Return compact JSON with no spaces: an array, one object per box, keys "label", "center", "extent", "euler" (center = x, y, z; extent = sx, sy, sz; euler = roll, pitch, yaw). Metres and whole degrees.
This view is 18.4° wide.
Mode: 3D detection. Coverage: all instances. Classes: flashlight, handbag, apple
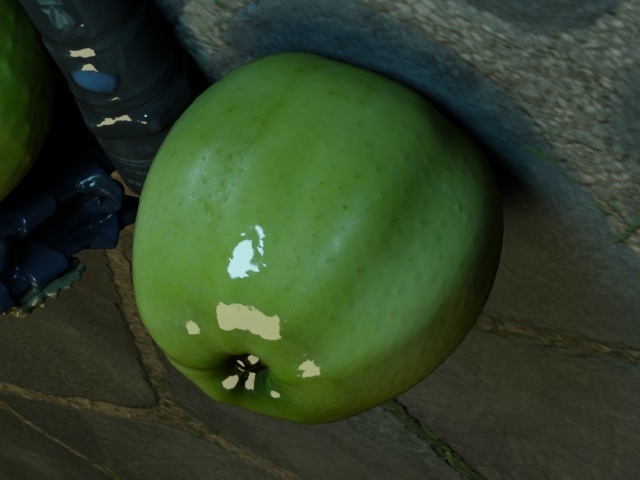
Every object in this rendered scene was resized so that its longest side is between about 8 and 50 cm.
[{"label":"flashlight","center":[-0.177,-0.175,1.494],"extent":[0.103,0.103,0.424],"euler":[18,155,29]},{"label":"handbag","center":[-0.348,-0.019,1.770],"extent":[0.329,0.303,0.122],"euler":[13,124,33]},{"label":"apple","center":[0.000,0.000,1.461],"extent":[0.279,0.279,0.279],"euler":[26,159,11]}]

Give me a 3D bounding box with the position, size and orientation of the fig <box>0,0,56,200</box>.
[{"label":"fig","center":[-0.339,-0.148,1.544],"extent":[0.258,0.258,0.326],"euler":[26,154,10]}]
